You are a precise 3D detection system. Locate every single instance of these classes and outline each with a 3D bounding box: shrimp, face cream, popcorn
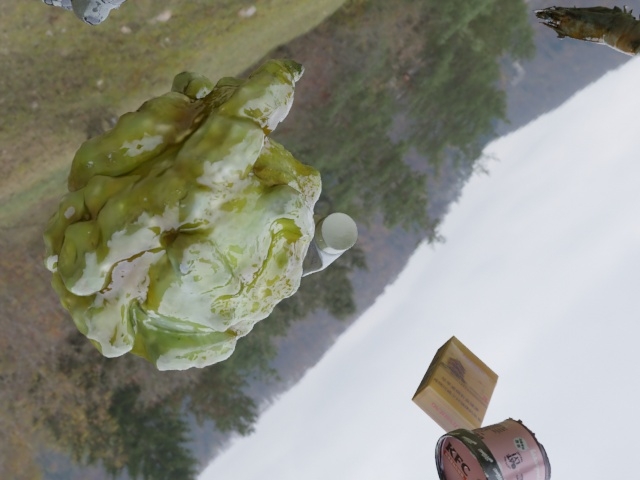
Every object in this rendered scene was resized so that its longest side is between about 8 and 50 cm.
[{"bbox_3d":[0.536,-0.425,1.419,0.169,0.296,0.058,-56,141,-6],"label":"shrimp"},{"bbox_3d":[0.000,0.000,1.485,0.070,0.114,0.224,3,170,-17],"label":"face cream"},{"bbox_3d":[-0.134,-0.021,0.855,0.335,0.279,0.274,-33,-148,-19],"label":"popcorn"}]

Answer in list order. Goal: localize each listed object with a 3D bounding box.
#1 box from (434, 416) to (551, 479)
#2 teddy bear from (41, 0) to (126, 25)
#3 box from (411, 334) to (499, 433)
[{"bbox_3d":[0.280,0.364,1.254,0.135,0.151,0.151,-13,168,-25],"label":"box"},{"bbox_3d":[-0.362,-0.400,1.152,0.251,0.171,0.144,21,-81,51],"label":"teddy bear"},{"bbox_3d":[0.358,0.386,2.035,0.076,0.174,0.274,-48,178,31],"label":"box"}]
